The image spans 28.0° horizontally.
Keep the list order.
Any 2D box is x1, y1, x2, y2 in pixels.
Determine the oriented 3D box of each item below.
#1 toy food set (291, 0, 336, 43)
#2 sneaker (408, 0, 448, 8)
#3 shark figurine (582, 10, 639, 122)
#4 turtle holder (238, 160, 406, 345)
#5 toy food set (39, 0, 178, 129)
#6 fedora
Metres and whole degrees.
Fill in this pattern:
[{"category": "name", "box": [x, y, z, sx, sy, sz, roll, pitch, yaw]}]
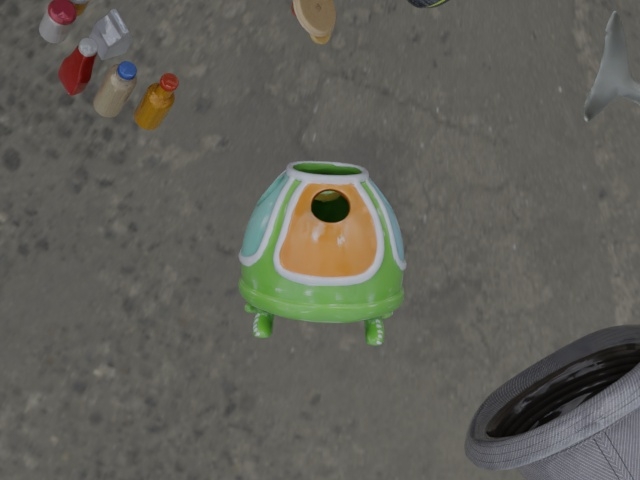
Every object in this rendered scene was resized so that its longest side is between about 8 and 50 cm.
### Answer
[{"category": "toy food set", "box": [-0.009, -0.318, 1.771, 0.020, 0.083, 0.083, -15, 142, 44]}, {"category": "sneaker", "box": [0.212, -0.430, 1.702, 0.111, 0.121, 0.300, 35, 91, 16]}, {"category": "shark figurine", "box": [0.369, -0.100, 1.134, 0.278, 0.166, 0.116, 42, 121, 14]}, {"category": "turtle holder", "box": [0.015, 0.003, 1.836, 0.243, 0.320, 0.227, 7, 103, 22]}, {"category": "toy food set", "box": [-0.285, -0.256, 1.691, 0.232, 0.111, 0.104, 60, 146, 10]}, {"category": "fedora", "box": [0.275, 0.194, 1.301, 0.243, 0.275, 0.124, -31, 92, -3]}]
